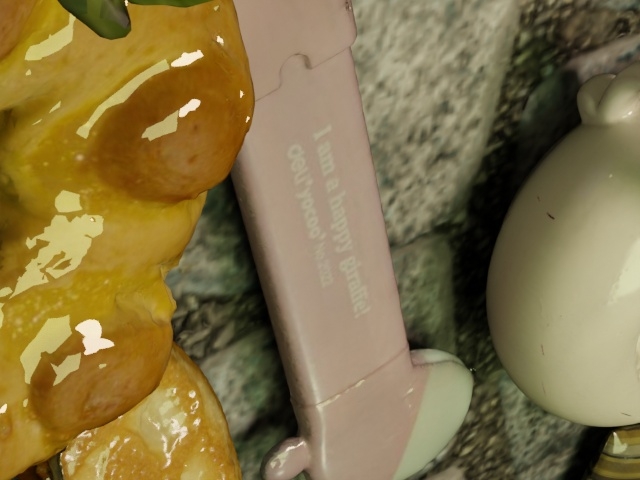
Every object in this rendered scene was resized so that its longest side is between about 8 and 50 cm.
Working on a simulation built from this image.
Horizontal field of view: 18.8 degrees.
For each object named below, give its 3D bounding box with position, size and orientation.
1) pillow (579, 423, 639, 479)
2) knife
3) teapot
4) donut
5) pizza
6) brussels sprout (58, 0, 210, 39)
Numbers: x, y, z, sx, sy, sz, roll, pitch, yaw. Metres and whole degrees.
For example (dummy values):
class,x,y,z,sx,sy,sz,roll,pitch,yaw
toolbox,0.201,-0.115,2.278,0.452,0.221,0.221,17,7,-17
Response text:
class,x,y,z,sx,sy,sz,roll,pitch,yaw
pillow,0.190,0.197,1.281,0.113,0.038,0.203,-7,130,-39
knife,0.000,0.000,0.921,0.132,0.038,0.399,-33,140,-18
teapot,0.183,0.009,1.017,0.204,0.139,0.298,-34,142,-10
donut,-0.178,-0.021,0.642,0.317,0.150,0.299,14,114,-48
pizza,-0.090,0.137,0.920,0.127,0.058,0.246,-36,125,-33
brussels sprout,-0.102,-0.254,0.356,0.425,0.342,0.361,18,82,-59
